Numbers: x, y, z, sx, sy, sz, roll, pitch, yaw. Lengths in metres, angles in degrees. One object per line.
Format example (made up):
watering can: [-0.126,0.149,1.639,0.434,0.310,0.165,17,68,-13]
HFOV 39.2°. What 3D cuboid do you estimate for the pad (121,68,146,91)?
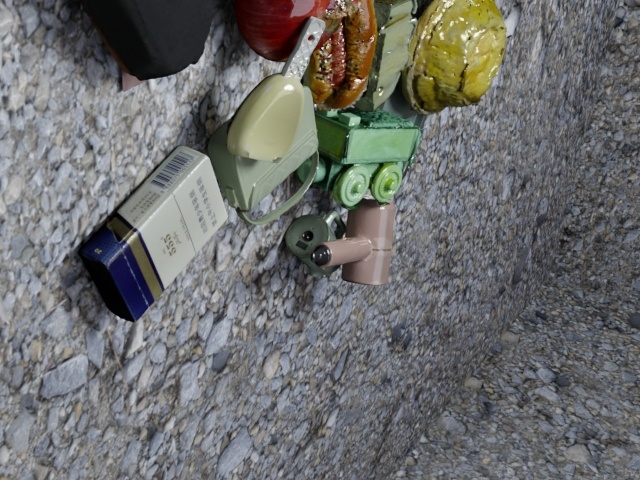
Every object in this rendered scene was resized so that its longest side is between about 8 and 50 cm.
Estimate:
pad: [-0.235,-0.303,1.340,0.188,0.006,0.113,-41,144,-44]

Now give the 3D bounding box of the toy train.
toy train: [0.072,-0.177,1.844,0.271,0.159,0.188,-8,119,-45]

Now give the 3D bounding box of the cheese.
cheese: [-0.060,-0.244,1.453,0.127,0.054,0.251,5,120,-47]

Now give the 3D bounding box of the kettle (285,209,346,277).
kettle: [-0.006,0.001,1.948,0.148,0.098,0.127,48,41,-64]

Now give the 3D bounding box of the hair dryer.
hair dryer: [0.059,0.006,1.850,0.344,0.106,0.189,-10,109,-67]

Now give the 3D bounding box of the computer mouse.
computer mouse: [-0.236,-0.345,1.175,0.183,0.116,0.323,-57,160,-19]

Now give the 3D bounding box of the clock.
clock: [0.168,-0.272,2.081,0.279,0.049,0.273,-1,112,-61]

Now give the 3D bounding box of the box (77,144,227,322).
box: [-0.265,-0.011,1.459,0.259,0.071,0.168,-50,150,-28]

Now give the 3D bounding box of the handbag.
handbag: [-0.090,-0.146,1.636,0.256,0.079,0.219,-45,136,-36]

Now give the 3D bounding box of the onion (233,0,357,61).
onion: [-0.036,-0.410,1.468,0.248,0.161,0.248,-14,110,-44]

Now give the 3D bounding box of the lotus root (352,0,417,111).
lotus root: [0.100,-0.382,1.754,0.119,0.138,0.235,-47,159,-48]

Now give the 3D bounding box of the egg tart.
egg tart: [0.320,-0.421,2.013,0.345,0.132,0.345,-41,147,-35]

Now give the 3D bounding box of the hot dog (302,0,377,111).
hot dog: [0.032,-0.367,1.658,0.075,0.144,0.268,-96,-174,-61]
